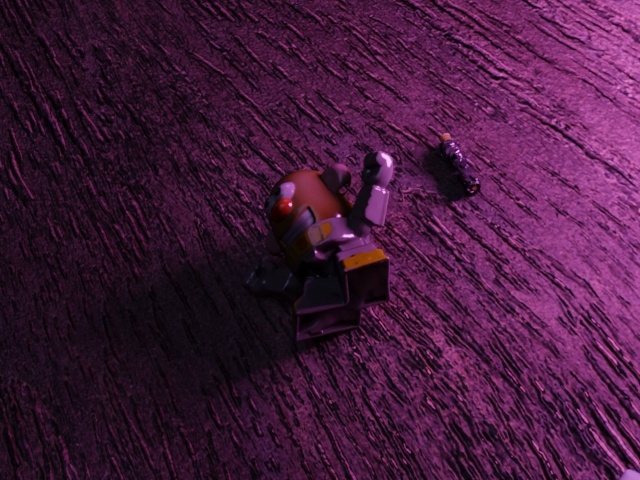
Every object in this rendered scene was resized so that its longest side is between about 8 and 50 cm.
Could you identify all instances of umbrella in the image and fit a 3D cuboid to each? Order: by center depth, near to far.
[{"bbox_3d":[0.240,-0.136,1.859,0.037,0.040,0.144,-33,47,11],"label":"umbrella"}]

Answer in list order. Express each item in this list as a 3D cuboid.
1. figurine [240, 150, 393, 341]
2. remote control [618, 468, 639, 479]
[{"bbox_3d":[0.000,0.001,1.784,0.342,0.167,0.285,-27,52,10],"label":"figurine"},{"bbox_3d":[0.361,0.430,1.376,0.103,0.051,0.293,26,69,39],"label":"remote control"}]
